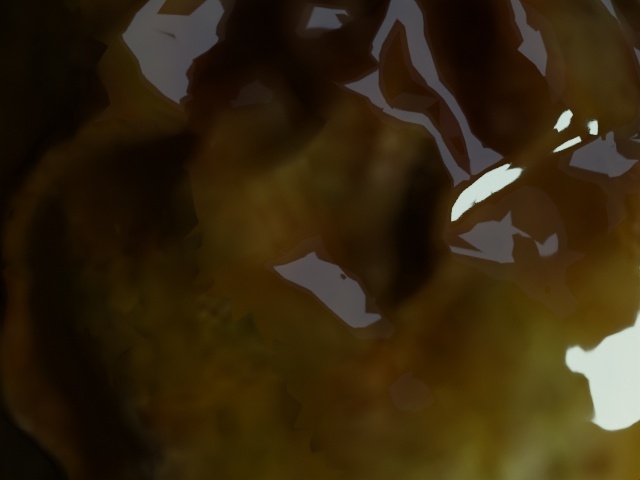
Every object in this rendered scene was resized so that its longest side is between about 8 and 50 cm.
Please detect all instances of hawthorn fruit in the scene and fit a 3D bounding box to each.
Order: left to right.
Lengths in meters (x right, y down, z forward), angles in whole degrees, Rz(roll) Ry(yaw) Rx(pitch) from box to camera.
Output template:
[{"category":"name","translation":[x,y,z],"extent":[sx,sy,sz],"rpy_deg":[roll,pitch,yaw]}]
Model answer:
[{"category":"hawthorn fruit","translation":[0.000,0.000,0.780],"extent":[0.472,0.471,0.471],"rpy_deg":[17,46,-19]}]
